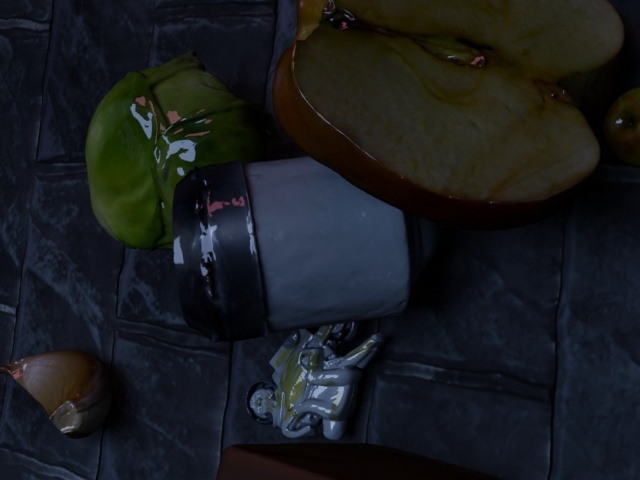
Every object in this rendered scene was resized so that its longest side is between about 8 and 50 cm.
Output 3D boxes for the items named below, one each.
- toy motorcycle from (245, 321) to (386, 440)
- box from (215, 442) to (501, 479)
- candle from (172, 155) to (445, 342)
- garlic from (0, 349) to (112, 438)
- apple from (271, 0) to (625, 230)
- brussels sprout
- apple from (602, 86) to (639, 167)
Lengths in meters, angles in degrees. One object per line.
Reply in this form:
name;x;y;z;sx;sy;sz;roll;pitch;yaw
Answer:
toy motorcycle;-0.003;0.186;1.392;0.228;0.074;0.151;-48;62;20
box;0.038;0.358;1.179;0.239;0.339;0.229;8;86;37
candle;0.000;0.000;1.289;0.343;0.221;0.221;-7;78;-3
garlic;-0.393;0.238;1.655;0.207;0.128;0.115;19;140;42
apple;0.139;-0.175;1.142;0.365;0.329;0.295;14;107;-3
brussels sprout;-0.191;-0.118;1.471;0.294;0.227;0.259;-50;62;34
apple;0.354;-0.123;1.166;0.089;0.074;0.089;-6;80;38
